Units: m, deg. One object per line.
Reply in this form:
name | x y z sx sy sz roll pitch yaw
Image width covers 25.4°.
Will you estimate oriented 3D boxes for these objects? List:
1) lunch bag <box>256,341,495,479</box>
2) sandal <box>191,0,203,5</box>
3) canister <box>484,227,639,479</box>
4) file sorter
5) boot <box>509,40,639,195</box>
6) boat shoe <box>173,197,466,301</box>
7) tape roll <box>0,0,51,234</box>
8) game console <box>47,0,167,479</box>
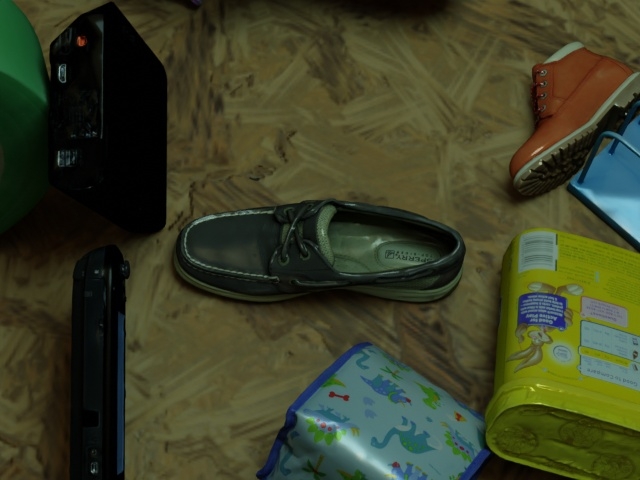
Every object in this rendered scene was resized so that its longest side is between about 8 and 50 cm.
lunch bag | 0.049 0.143 0.999 0.128 0.096 0.151 34 38 11
sandal | -0.085 -0.238 1.157 0.416 0.169 0.102 13 105 2
canister | 0.186 0.080 1.022 0.126 0.073 0.170 16 47 -5
file sorter | 0.303 -0.078 1.112 0.118 0.104 0.170 43 69 14
boot | 0.189 -0.100 1.145 0.084 0.059 0.158 40 60 17
boat shoe | 0.001 0.001 1.071 0.223 0.073 0.080 4 65 -2
tape roll | -0.335 -0.066 0.942 0.321 0.321 0.077 -14 66 -10
game console | -0.144 0.027 0.995 0.043 0.213 0.362 -1 83 5
